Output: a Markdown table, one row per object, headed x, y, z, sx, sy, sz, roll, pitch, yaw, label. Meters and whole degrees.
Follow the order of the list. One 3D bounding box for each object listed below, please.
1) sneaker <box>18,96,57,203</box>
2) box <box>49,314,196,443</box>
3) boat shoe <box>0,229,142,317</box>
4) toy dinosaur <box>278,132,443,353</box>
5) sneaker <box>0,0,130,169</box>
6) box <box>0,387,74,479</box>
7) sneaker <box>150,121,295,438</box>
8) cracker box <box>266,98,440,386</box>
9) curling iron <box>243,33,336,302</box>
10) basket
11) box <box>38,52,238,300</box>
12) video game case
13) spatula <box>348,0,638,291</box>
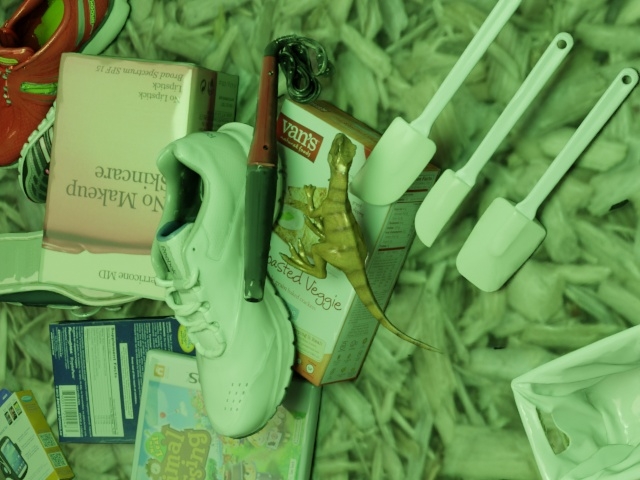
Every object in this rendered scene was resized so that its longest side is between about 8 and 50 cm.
| x | y | z | sx | sy | sz | roll | pitch | yaw | label |
| --- | --- | --- | --- | --- | --- | --- | --- | --- | --- |
| -0.272 | -0.101 | 1.699 | 0.075 | 0.063 | 0.170 | 48 | 115 | 33 | sneaker |
| -0.199 | 0.150 | 1.673 | 0.225 | 0.036 | 0.136 | -5 | 90 | 38 | box |
| -0.273 | 0.035 | 1.692 | 0.254 | 0.079 | 0.095 | -6 | 77 | 17 | boat shoe |
| 0.022 | 0.013 | 1.380 | 0.112 | 0.064 | 0.211 | 4 | 117 | 54 | toy dinosaur |
| -0.322 | -0.198 | 1.699 | 0.107 | 0.118 | 0.279 | 48 | 120 | 27 | sneaker |
| -0.343 | 0.238 | 1.800 | 0.081 | 0.028 | 0.136 | -44 | 64 | 31 | box |
| -0.104 | 0.039 | 1.448 | 0.111 | 0.129 | 0.297 | -8 | 88 | 38 | sneaker |
| 0.000 | 0.000 | 1.487 | 0.155 | 0.067 | 0.232 | 33 | 111 | 32 | cracker box |
| -0.040 | -0.073 | 1.414 | 0.068 | 0.035 | 0.274 | 1 | 64 | 22 | curling iron |
| 0.261 | 0.133 | 1.265 | 0.167 | 0.103 | 0.113 | -27 | 76 | 36 | basket |
| -0.181 | -0.064 | 1.555 | 0.148 | 0.127 | 0.232 | 7 | 93 | 16 | box |
| -0.102 | 0.230 | 1.570 | 0.193 | 0.023 | 0.212 | 9 | 94 | 24 | video game case |
| 0.156 | -0.088 | 1.355 | 0.168 | 0.019 | 0.242 | 38 | 110 | 5 | spatula |
